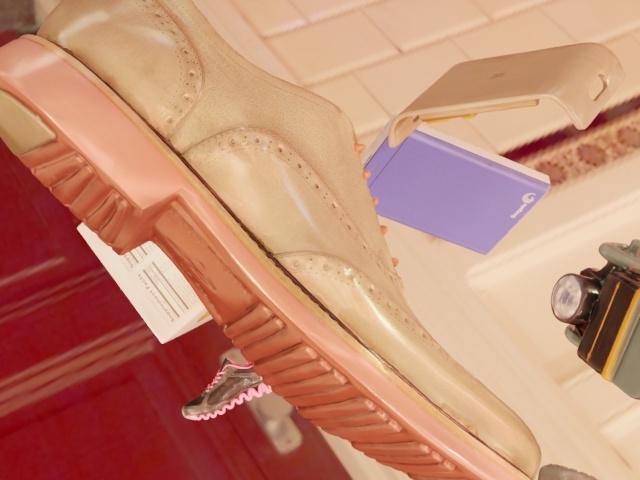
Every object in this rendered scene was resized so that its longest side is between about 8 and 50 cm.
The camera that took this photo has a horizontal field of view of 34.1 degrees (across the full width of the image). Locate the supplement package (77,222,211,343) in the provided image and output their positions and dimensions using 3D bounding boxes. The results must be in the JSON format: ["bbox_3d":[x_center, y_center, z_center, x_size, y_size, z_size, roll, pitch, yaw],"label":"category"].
[{"bbox_3d":[-0.138,-0.032,1.408,0.263,0.198,0.199,-39,175,22],"label":"supplement package"}]

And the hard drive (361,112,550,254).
[{"bbox_3d":[0.222,-0.094,1.889,0.319,0.040,0.210,20,134,-19],"label":"hard drive"}]

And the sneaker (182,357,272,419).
[{"bbox_3d":[-0.109,0.166,1.209,0.119,0.057,0.047,-24,-168,-11],"label":"sneaker"}]

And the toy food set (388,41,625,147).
[{"bbox_3d":[0.274,-0.202,1.555,0.220,0.306,0.092,-44,122,-48],"label":"toy food set"}]

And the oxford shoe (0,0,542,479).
[{"bbox_3d":[0.000,0.000,0.594,0.146,0.397,0.140,-50,-167,-22],"label":"oxford shoe"}]

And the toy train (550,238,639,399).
[{"bbox_3d":[0.401,0.105,1.071,0.334,0.190,0.142,14,106,-23],"label":"toy train"}]

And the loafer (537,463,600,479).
[{"bbox_3d":[0.263,0.312,1.020,0.251,0.094,0.087,50,61,-35],"label":"loafer"}]
